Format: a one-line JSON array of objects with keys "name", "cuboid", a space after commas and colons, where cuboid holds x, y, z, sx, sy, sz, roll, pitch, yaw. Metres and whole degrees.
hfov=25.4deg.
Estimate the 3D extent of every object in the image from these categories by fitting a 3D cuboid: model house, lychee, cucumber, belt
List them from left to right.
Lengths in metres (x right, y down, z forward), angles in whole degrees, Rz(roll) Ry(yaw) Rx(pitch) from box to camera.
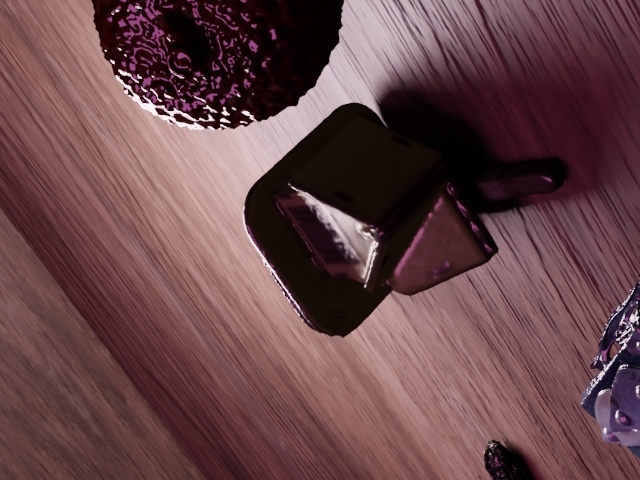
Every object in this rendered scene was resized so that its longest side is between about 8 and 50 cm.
[{"name": "lychee", "cuboid": [-0.100, -0.238, 1.384, 0.261, 0.260, 0.260, 39, 156, 21]}, {"name": "model house", "cuboid": [0.095, -0.025, 1.432, 0.279, 0.218, 0.205, -2, 128, 56]}, {"name": "cucumber", "cuboid": [0.263, 0.335, 1.914, 0.053, 0.053, 0.181, 16, 140, 52]}, {"name": "belt", "cuboid": [0.324, 0.118, 1.359, 0.128, 0.122, 0.218, 43, 150, 16]}]
